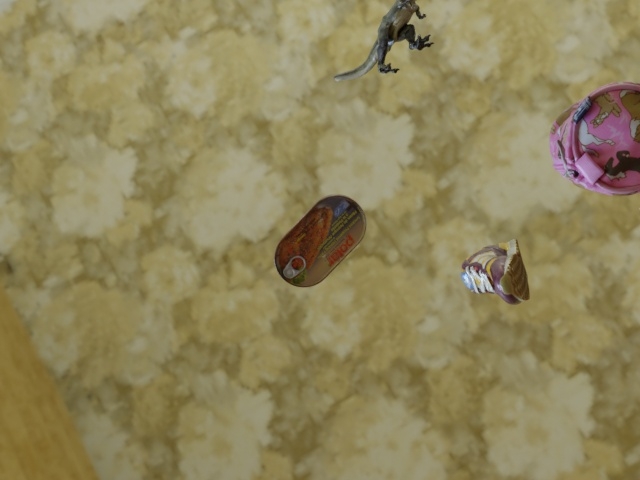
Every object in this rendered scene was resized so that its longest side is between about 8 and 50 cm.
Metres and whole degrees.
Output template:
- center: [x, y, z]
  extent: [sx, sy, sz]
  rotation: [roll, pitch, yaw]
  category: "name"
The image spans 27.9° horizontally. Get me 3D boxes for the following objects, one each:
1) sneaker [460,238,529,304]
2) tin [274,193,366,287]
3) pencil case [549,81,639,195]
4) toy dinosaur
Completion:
- center: [0.227, 0.050, 1.693]
  extent: [0.083, 0.070, 0.185]
  rotation: [-17, 6, 13]
  category: "sneaker"
- center: [0.000, 0.000, 2.288]
  extent: [0.190, 0.106, 0.040]
  rotation: [-45, 4, 7]
  category: "tin"
- center: [0.432, -0.148, 1.918]
  extent: [0.167, 0.160, 0.386]
  rotation: [11, 5, 7]
  category: "pencil case"
- center: [0.125, -0.347, 2.216]
  extent: [0.064, 0.118, 0.268]
  rotation: [17, -58, -37]
  category: "toy dinosaur"
